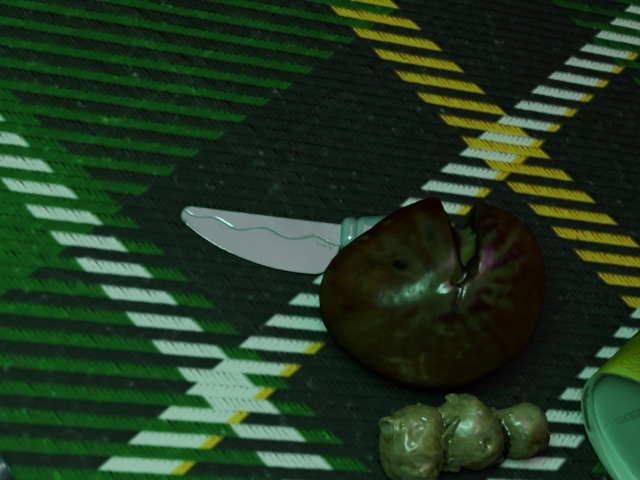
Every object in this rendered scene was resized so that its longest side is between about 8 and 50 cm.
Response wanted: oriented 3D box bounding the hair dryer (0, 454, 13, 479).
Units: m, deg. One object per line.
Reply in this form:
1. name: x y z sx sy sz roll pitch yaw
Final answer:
1. hair dryer: -0.357 0.206 1.114 0.063 0.037 0.114 -27 68 -27

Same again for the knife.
1. knife: 0.001 0.002 1.344 0.331 0.044 0.080 1 74 -12

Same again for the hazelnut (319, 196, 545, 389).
1. hazelnut: 0.124 0.061 1.250 0.252 0.217 0.217 -5 65 1

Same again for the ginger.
1. ginger: 0.161 0.220 1.264 0.204 0.080 0.104 -10 82 -21

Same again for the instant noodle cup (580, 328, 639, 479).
1. instant noodle cup: 0.456 0.192 1.275 0.221 0.311 0.311 -32 78 -20
